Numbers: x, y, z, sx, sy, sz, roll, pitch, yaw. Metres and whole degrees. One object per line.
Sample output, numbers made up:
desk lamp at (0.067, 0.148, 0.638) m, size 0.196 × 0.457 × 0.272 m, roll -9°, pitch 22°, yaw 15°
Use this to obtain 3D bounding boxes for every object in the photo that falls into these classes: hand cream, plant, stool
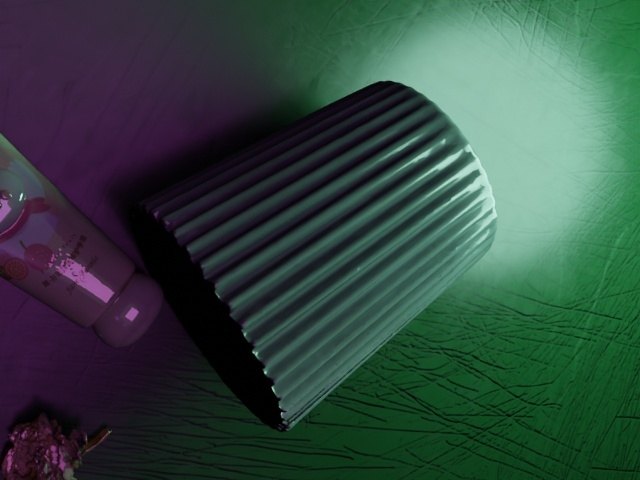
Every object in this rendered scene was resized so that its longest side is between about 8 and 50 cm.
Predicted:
hand cream at (-0.313, 0.001, 1.008) m, size 0.306 × 0.093 × 0.147 m, roll 40°, pitch 80°, yaw -13°
plant at (-0.307, 0.255, 1.053) m, size 0.122 × 0.104 × 0.116 m, roll -13°, pitch 144°, yaw -51°
stool at (0.000, 0.000, 1.025) m, size 0.330 × 0.297 × 0.297 m, roll -35°, pitch 108°, yaw -19°
